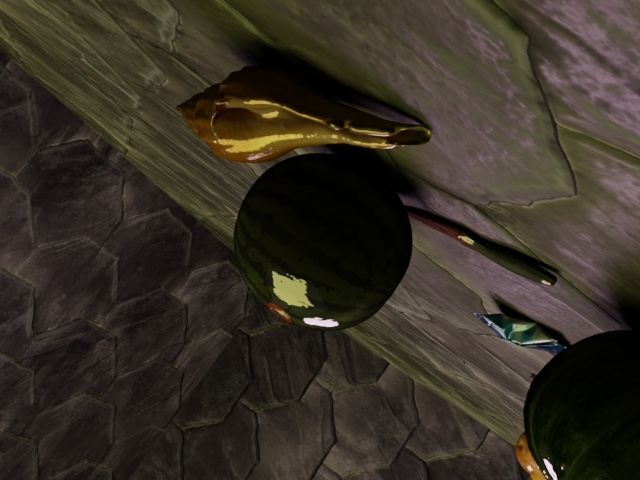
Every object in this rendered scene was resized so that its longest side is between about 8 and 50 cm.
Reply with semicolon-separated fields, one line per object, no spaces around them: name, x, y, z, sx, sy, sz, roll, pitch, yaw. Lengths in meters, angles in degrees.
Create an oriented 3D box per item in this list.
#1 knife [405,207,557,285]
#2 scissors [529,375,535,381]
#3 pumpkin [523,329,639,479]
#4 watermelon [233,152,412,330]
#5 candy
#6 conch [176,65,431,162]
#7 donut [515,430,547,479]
knife;0.171;0.002;0.996;0.247;0.018;0.035;29;172;47
scissors;0.396;0.254;1.517;0.085;0.022;0.176;37;176;25
pumpkin;0.341;0.220;0.855;0.300;0.207;0.300;40;-169;-9
watermelon;0.000;0.000;1.021;0.212;0.212;0.212;35;172;5
candy;0.288;0.134;1.216;0.136;0.038;0.088;19;167;34
conch;-0.030;-0.131;0.875;0.330;0.093;0.109;5;136;35
donut;0.495;0.459;1.579;0.317;0.150;0.299;50;164;47
